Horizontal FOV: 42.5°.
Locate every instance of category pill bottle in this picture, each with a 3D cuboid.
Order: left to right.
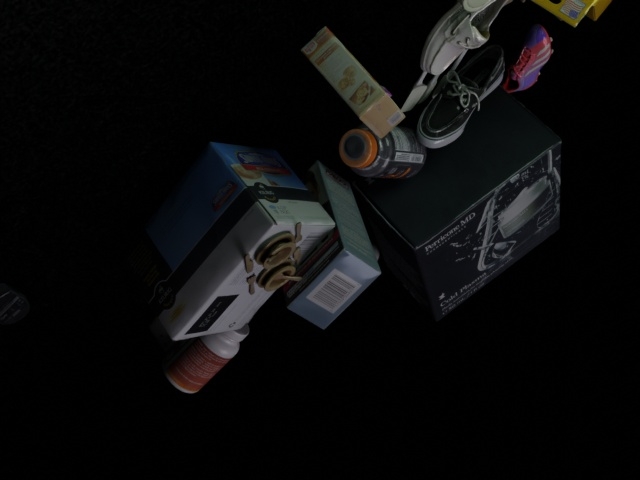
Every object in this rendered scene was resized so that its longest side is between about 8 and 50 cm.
[{"bbox_3d":[-0.277,0.264,2.006,0.216,0.121,0.121,-44,159,19],"label":"pill bottle"},{"bbox_3d":[0.142,-0.212,1.943,0.130,0.130,0.246,-48,157,25],"label":"pill bottle"}]

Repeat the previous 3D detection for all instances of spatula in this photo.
[{"bbox_3d":[0.285,-0.405,1.934,0.168,0.019,0.242,-21,154,-38],"label":"spatula"}]

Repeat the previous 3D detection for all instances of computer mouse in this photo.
[{"bbox_3d":[-0.601,0.089,1.472,0.071,0.041,0.242,-44,154,-10],"label":"computer mouse"}]

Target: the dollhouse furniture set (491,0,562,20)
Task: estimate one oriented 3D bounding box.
[{"bbox_3d":[0.478,-0.540,1.765,0.182,0.161,0.101,-32,159,-19],"label":"dollhouse furniture set"}]

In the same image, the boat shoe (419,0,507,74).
[{"bbox_3d":[0.316,-0.454,1.757,0.098,0.096,0.277,-11,145,-46],"label":"boat shoe"}]

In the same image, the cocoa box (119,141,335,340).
[{"bbox_3d":[-0.194,0.001,1.683,0.347,0.228,0.231,-48,158,23],"label":"cocoa box"}]

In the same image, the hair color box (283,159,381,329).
[{"bbox_3d":[0.000,0.000,1.830,0.114,0.374,0.185,33,112,-27],"label":"hair color box"}]

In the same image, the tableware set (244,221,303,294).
[{"bbox_3d":[-0.079,0.050,1.592,0.128,0.039,0.194,-32,158,-16],"label":"tableware set"}]

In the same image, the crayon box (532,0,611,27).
[{"bbox_3d":[0.527,-0.584,1.619,0.323,0.203,0.083,-51,158,6],"label":"crayon box"}]

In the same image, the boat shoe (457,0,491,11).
[{"bbox_3d":[0.360,-0.585,1.574,0.305,0.091,0.109,-48,146,21],"label":"boat shoe"}]

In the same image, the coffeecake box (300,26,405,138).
[{"bbox_3d":[0.063,-0.295,1.548,0.068,0.185,0.142,-42,160,10],"label":"coffeecake box"}]

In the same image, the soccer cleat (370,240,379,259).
[{"bbox_3d":[0.048,0.079,2.428,0.331,0.116,0.143,-30,158,-22],"label":"soccer cleat"}]

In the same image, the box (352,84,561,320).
[{"bbox_3d":[0.394,-0.097,2.288,0.480,0.297,0.471,-37,148,-5],"label":"box"}]

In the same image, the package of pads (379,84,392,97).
[{"bbox_3d":[0.116,-0.308,1.834,0.083,0.032,0.050,-45,160,18],"label":"package of pads"}]

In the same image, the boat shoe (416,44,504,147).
[{"bbox_3d":[0.342,-0.352,1.975,0.306,0.113,0.105,-42,159,-15],"label":"boat shoe"}]

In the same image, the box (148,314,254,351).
[{"bbox_3d":[-0.277,0.169,2.109,0.290,0.087,0.169,-17,151,-47],"label":"box"}]

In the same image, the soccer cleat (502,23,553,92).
[{"bbox_3d":[0.538,-0.468,2.149,0.095,0.083,0.248,-30,162,-9],"label":"soccer cleat"}]
